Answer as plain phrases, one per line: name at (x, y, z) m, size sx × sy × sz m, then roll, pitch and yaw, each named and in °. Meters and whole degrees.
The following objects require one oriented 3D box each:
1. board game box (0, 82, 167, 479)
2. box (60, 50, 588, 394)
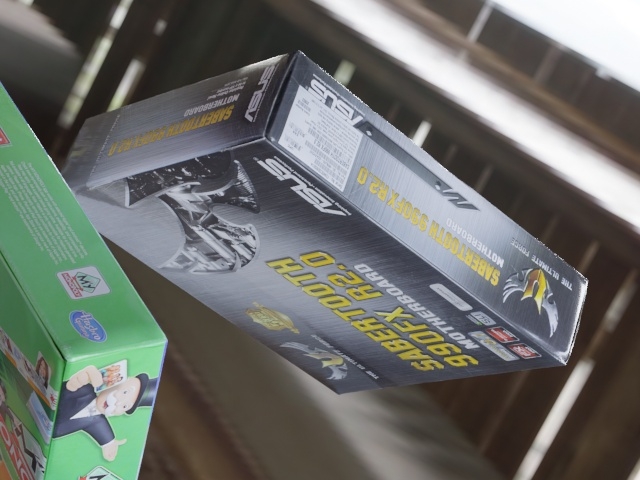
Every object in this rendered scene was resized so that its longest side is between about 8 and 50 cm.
board game box at (-0.170, 0.024, 0.867) m, size 0.046 × 0.213 × 0.317 m, roll -9°, pitch 44°, yaw -30°
box at (0.000, 0.000, 1.022) m, size 0.231 × 0.056 × 0.183 m, roll 37°, pitch -31°, yaw -32°
